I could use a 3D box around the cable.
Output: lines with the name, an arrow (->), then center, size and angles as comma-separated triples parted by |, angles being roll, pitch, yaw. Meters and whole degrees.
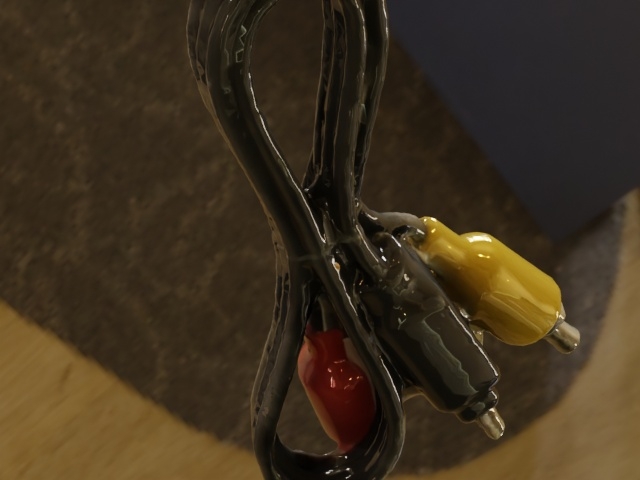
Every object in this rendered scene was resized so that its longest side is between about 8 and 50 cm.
cable -> 0.000, 0.000, 0.700 | 0.287, 0.139, 0.072 | 56, 3, -43
